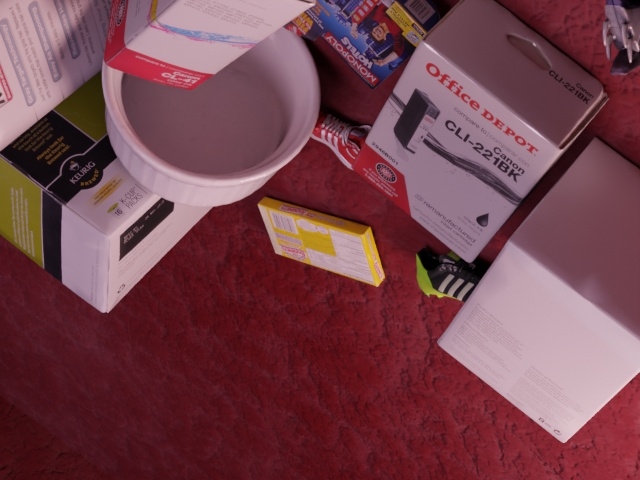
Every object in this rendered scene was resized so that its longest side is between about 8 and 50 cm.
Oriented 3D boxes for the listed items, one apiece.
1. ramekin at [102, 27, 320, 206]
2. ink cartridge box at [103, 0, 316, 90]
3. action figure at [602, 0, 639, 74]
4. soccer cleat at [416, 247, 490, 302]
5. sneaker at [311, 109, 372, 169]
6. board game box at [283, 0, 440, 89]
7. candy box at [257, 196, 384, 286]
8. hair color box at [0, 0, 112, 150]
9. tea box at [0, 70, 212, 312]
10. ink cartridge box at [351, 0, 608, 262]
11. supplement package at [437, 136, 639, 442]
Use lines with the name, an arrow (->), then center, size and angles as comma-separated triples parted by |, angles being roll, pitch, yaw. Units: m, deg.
ramekin -> -0.150, -0.178, 1.602 | 0.277, 0.277, 0.135 | 42, 155, 1
ink cartridge box -> -0.122, -0.329, 1.406 | 0.131, 0.226, 0.306 | 16, 161, -30
action figure -> 0.289, -0.286, 1.144 | 0.185, 0.099, 0.285 | 13, 135, 47
soccer cleat -> 0.200, 0.049, 1.685 | 0.179, 0.060, 0.072 | 8, 122, 43
sneaker -> 0.026, -0.147, 1.652 | 0.118, 0.042, 0.067 | 40, 153, -10
board game box -> 0.032, -0.283, 1.467 | 0.194, 0.060, 0.194 | 46, 150, -5
candy box -> 0.000, 0.000, 1.873 | 0.206, 0.027, 0.105 | 17, 143, 36
hair color box -> -0.342, -0.297, 1.563 | 0.114, 0.374, 0.185 | 23, 143, 29
tea box -> -0.317, -0.139, 1.771 | 0.323, 0.329, 0.220 | 37, 149, 11
ink cartridge box -> 0.177, -0.126, 1.440 | 0.197, 0.114, 0.273 | 39, 147, 6
supplement package -> 0.302, 0.063, 1.447 | 0.199, 0.198, 0.262 | 38, 149, 9
